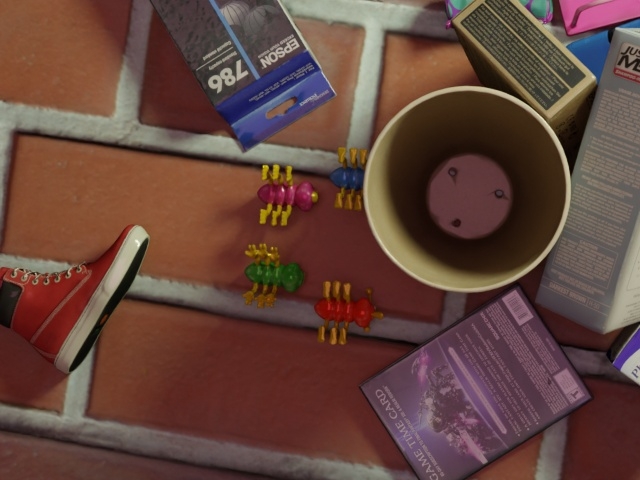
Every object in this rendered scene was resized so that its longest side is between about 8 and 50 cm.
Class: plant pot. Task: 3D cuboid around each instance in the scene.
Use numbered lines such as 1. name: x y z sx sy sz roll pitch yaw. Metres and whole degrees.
1. plant pot: 0.195 -0.064 1.803 0.256 0.274 0.256 0 91 7

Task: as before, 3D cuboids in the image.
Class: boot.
1. boot: -0.374 0.049 1.974 0.176 0.088 0.244 36 98 7

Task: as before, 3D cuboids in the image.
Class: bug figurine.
1. bug figurine: 0.000 0.000 1.930 0.216 0.072 0.279 9 96 13

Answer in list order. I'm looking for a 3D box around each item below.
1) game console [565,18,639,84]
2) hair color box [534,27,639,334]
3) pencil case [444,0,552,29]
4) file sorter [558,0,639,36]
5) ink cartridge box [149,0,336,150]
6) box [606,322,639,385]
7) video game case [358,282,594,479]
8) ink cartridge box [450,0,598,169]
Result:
1. game console: 0.508 -0.168 1.887 0.250 0.173 0.293 -16 87 38
2. hair color box: 0.416 -0.081 1.745 0.113 0.185 0.374 27 113 34
3. pencil case: 0.251 -0.334 1.901 0.151 0.064 0.070 -3 69 8
4. file sorter: 0.402 -0.454 1.822 0.202 0.182 0.291 -14 88 7
5. ink cartridge box: -0.130 -0.311 1.952 0.165 0.065 0.333 -32 87 6
6. box: 0.469 0.174 1.842 0.137 0.126 0.072 35 96 6
7. video game case: 0.220 0.215 1.926 0.274 0.026 0.196 -33 86 7
8. ink cartridge box: 0.283 -0.214 1.792 0.088 0.234 0.193 -41 70 4
